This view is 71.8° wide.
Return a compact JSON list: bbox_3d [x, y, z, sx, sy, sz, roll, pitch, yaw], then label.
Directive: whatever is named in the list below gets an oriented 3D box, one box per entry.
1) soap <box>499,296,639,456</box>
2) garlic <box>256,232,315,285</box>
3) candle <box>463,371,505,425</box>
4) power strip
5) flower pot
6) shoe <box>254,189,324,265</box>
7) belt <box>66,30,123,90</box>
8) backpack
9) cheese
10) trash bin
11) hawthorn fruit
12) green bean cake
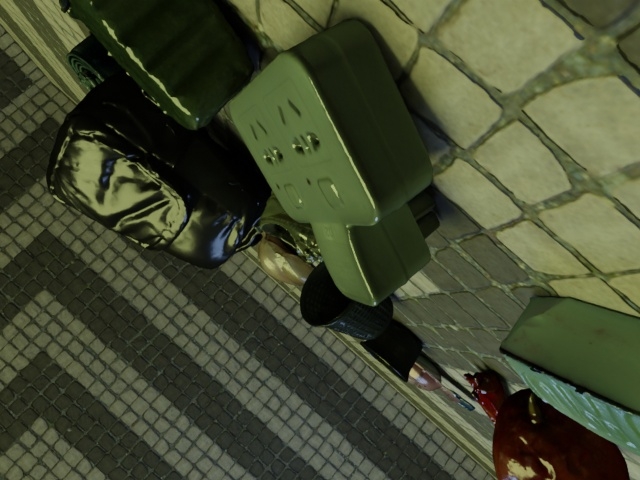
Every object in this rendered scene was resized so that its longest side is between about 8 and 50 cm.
[{"bbox_3d":[0.304,0.147,0.432,0.145,0.091,0.230,47,165,-23],"label":"soap"},{"bbox_3d":[-0.133,0.068,1.441,0.228,0.110,0.217,44,171,-10],"label":"garlic"},{"bbox_3d":[0.388,0.363,0.973,0.302,0.059,0.084,51,174,-37],"label":"candle"},{"bbox_3d":[0.036,-0.076,0.480,0.261,0.141,0.229,61,162,-15],"label":"power strip"},{"bbox_3d":[0.196,0.284,1.176,0.157,0.107,0.157,38,170,8],"label":"flower pot"},{"bbox_3d":[0.000,0.000,0.820,0.274,0.098,0.103,31,167,20],"label":"shoe"},{"bbox_3d":[-0.446,-0.334,1.007,0.206,0.116,0.267,28,159,33],"label":"belt"},{"bbox_3d":[-0.307,-0.118,0.938,0.445,0.255,0.363,37,133,-17],"label":"backpack"},{"bbox_3d":[0.314,0.400,1.283,0.286,0.074,0.189,33,165,22],"label":"cheese"},{"bbox_3d":[0.072,0.135,0.965,0.161,0.175,0.175,35,173,-34],"label":"trash bin"},{"bbox_3d":[0.344,0.317,0.667,0.251,0.189,0.189,52,164,-23],"label":"hawthorn fruit"},{"bbox_3d":[-0.203,-0.249,0.555,0.222,0.125,0.227,45,169,-25],"label":"green bean cake"}]
